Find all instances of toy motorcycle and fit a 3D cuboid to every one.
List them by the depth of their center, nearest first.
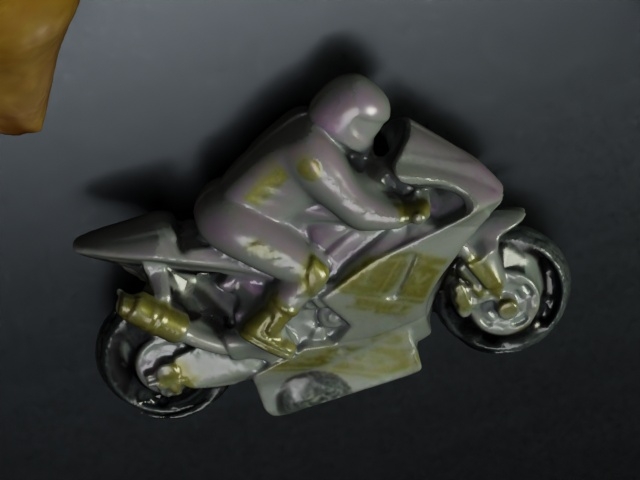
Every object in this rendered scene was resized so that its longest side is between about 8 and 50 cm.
[{"bbox_3d":[0.000,0.000,0.815,0.225,0.073,0.152,-10,115,-1],"label":"toy motorcycle"}]

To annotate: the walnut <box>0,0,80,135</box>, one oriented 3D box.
[{"bbox_3d":[-0.196,-0.152,0.658,0.203,0.203,0.298,-26,117,8],"label":"walnut"}]
